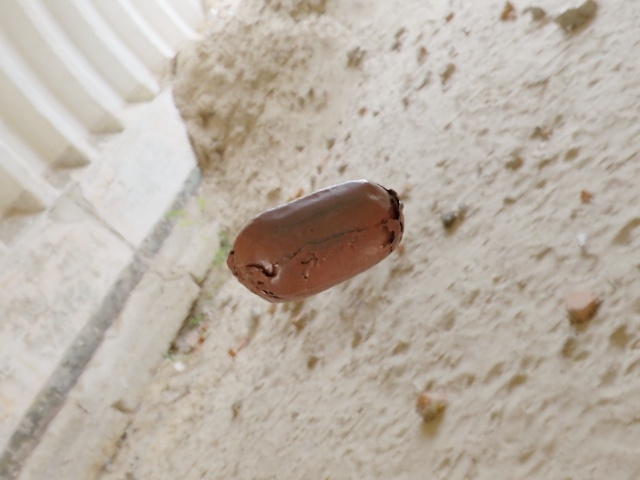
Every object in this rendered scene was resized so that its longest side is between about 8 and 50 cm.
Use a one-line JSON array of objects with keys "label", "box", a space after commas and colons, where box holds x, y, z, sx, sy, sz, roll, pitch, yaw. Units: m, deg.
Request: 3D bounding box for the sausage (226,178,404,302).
[{"label": "sausage", "box": [0.000, 0.000, 0.658, 0.141, 0.076, 0.076, -26, 9, -18]}]
